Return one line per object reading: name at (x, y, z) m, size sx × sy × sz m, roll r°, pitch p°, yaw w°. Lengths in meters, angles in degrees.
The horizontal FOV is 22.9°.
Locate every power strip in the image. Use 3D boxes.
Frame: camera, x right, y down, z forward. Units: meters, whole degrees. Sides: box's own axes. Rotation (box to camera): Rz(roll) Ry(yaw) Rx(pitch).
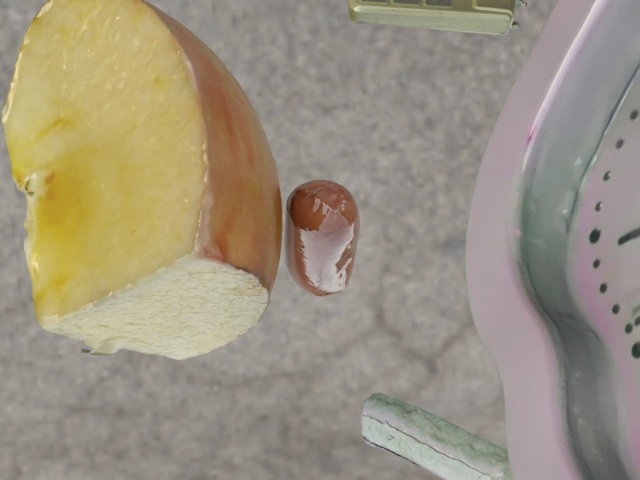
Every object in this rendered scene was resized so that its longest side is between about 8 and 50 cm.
power strip at (0.110, -0.228, 1.471) m, size 0.168 × 0.076 × 0.028 m, roll 3°, pitch 138°, yaw -3°

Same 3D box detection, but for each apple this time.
apple at (-0.166, -0.065, 1.463) m, size 0.252 × 0.309 × 0.314 m, roll -4°, pitch 157°, yaw -6°

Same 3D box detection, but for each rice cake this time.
rice cake at (0.106, 0.152, 1.051) m, size 0.033 × 0.207 × 0.033 m, roll -36°, pitch 132°, yaw -33°

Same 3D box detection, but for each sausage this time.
sausage at (0.000, 0.000, 1.576) m, size 0.077 × 0.077 × 0.194 m, roll -6°, pitch 155°, yaw -4°

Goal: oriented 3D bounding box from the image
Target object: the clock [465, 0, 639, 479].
clock at (0.193, -0.028, 0.486) m, size 0.102 × 0.339 × 0.338 m, roll 25°, pitch 136°, yaw -30°
